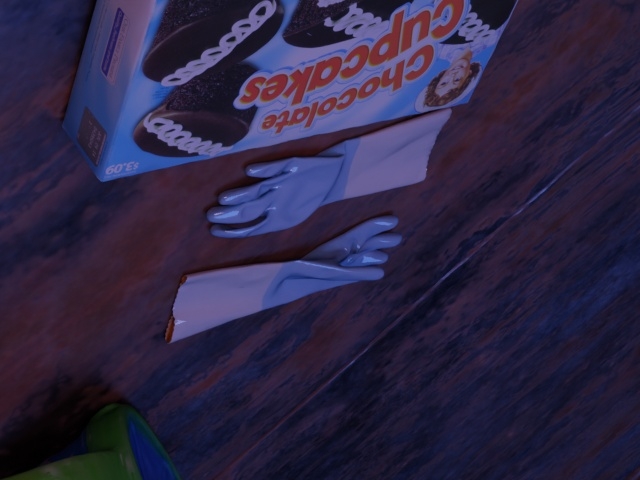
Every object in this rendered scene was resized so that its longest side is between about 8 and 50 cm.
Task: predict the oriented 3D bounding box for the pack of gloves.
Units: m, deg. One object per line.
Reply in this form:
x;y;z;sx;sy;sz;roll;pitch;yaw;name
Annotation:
0.000;0.000;1.214;0.232;0.046;0.195;-18;146;-34;pack of gloves

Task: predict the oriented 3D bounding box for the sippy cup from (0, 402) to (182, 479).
-0.207;0.285;1.224;0.224;0.240;0.305;-27;111;0;sippy cup

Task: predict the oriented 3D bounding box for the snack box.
0.001;-0.151;0.981;0.322;0.060;0.187;-15;144;-36;snack box
